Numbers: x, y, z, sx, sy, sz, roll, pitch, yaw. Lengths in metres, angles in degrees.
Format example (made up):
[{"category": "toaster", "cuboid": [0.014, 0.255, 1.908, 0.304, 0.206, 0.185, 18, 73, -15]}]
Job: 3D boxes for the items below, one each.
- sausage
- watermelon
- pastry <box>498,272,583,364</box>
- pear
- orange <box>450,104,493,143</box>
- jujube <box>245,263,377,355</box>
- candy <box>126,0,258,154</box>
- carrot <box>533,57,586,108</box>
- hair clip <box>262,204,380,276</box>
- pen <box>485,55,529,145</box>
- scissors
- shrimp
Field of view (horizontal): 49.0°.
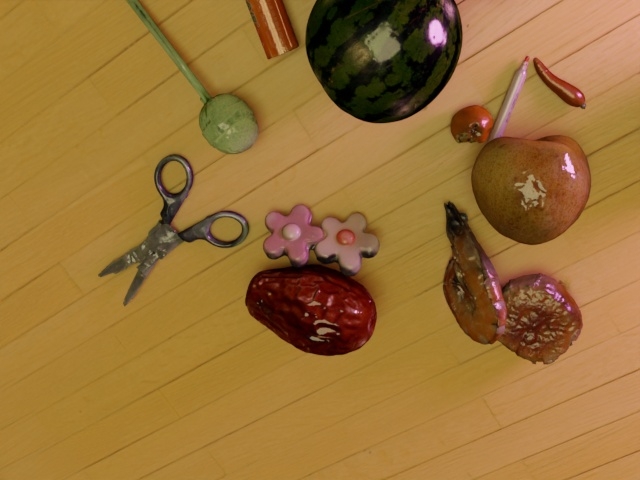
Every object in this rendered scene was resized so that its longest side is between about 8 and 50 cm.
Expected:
[{"category": "sausage", "cuboid": [-0.114, -0.480, 1.380, 0.071, 0.071, 0.234, -17, 106, 14]}, {"category": "watermelon", "cuboid": [0.114, -0.365, 1.271, 0.285, 0.285, 0.285, 3, 111, 8]}, {"category": "pastry", "cuboid": [0.463, 0.165, 1.517, 0.192, 0.093, 0.182, 37, 115, -2]}, {"category": "pear", "cuboid": [0.410, -0.099, 1.375, 0.229, 0.188, 0.211, 0, 101, 3]}, {"category": "orange", "cuboid": [0.305, -0.232, 1.412, 0.086, 0.062, 0.086, 2, 107, 8]}, {"category": "jujube", "cuboid": [-0.022, 0.150, 1.537, 0.291, 0.197, 0.197, 15, 113, 19]}, {"category": "candy", "cuboid": [-0.288, -0.361, 1.448, 0.119, 0.119, 0.440, -38, 93, 19]}, {"category": "carrot", "cuboid": [0.467, -0.305, 1.376, 0.142, 0.035, 0.035, 39, 111, -2]}, {"category": "hair clip", "cuboid": [-0.001, -0.002, 1.524, 0.257, 0.075, 0.146, 12, 74, 1]}, {"category": "pen", "cuboid": [0.373, -0.264, 1.409, 0.026, 0.026, 0.218, 18, 112, 2]}, {"category": "scissors", "cuboid": [-0.366, 0.007, 1.620, 0.256, 0.029, 0.383, 44, 109, -9]}, {"category": "shrimp", "cuboid": [0.308, 0.072, 1.508, 0.164, 0.062, 0.316, -23, 84, 55]}]
